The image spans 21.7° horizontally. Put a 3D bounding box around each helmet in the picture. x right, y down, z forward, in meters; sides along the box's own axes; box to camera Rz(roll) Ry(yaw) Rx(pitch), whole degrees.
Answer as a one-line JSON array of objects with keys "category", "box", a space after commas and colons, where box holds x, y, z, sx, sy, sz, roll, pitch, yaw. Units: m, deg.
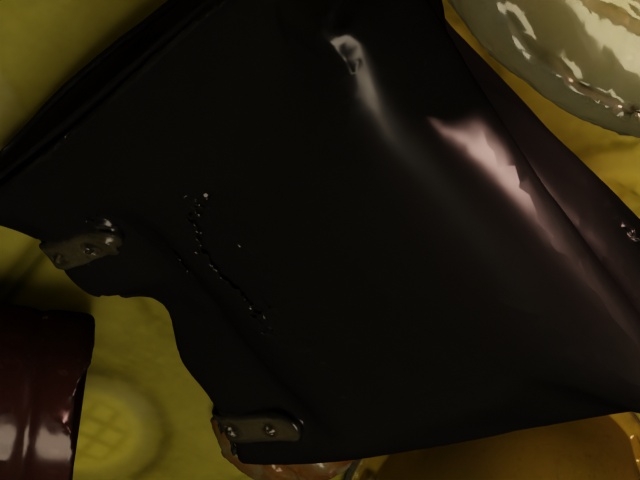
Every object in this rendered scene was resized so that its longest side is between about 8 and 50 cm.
[{"category": "helmet", "box": [0.115, 0.213, 1.064, 0.205, 0.140, 0.257, 12, 126, -13]}]

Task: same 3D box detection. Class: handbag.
[{"category": "handbag", "box": [0.000, 0.000, 0.877, 0.288, 0.152, 0.342, -22, 125, 29]}]

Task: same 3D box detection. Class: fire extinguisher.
[{"category": "fire extinguisher", "box": [-0.300, 0.075, 0.928, 0.337, 0.114, 0.135, 7, 171, -9]}]

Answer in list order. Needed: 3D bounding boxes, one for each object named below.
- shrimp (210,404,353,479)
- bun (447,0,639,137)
[{"category": "shrimp", "box": [0.011, 0.092, 1.024, 0.180, 0.041, 0.099, -29, 111, 22]}, {"category": "bun", "box": [0.172, -0.175, 0.705, 0.287, 0.146, 0.287, 0, 101, -1]}]
